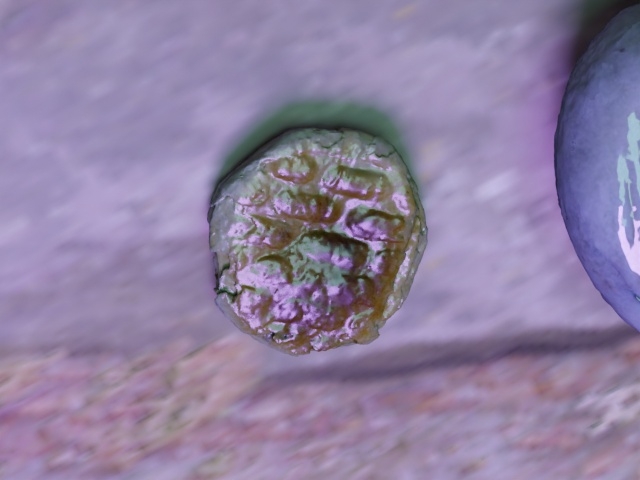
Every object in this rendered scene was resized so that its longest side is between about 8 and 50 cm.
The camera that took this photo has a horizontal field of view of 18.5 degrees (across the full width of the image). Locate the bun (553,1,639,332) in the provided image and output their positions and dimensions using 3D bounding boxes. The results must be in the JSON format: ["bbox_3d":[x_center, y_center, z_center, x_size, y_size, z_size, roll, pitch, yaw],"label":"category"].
[{"bbox_3d":[0.146,-0.028,0.669,0.140,0.083,0.141,-2,109,-4],"label":"bun"}]

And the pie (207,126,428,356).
[{"bbox_3d":[0.000,0.000,0.673,0.084,0.020,0.084,-6,113,-13],"label":"pie"}]
